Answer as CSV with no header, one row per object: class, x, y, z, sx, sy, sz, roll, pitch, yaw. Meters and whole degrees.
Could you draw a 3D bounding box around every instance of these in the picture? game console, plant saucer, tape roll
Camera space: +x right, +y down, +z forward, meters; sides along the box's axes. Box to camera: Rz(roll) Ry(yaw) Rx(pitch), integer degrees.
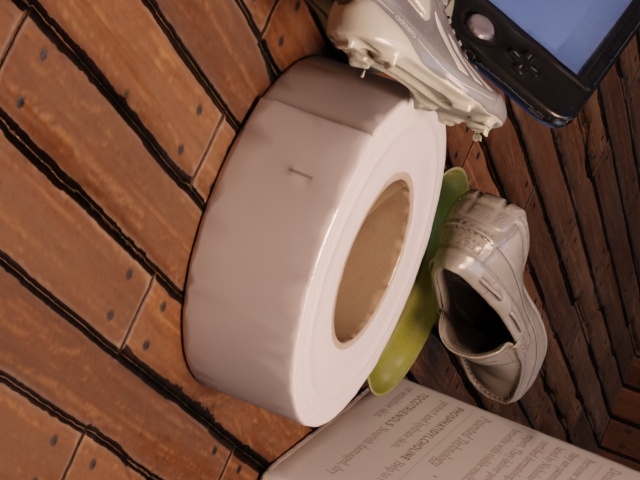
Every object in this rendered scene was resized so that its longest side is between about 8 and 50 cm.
game console,0.215,-0.290,1.768,0.173,0.250,0.293,-50,180,45
plant saucer,0.084,0.036,1.931,0.241,0.037,0.241,-56,157,-39
tape roll,0.000,0.000,1.549,0.286,0.100,0.286,-55,157,-37

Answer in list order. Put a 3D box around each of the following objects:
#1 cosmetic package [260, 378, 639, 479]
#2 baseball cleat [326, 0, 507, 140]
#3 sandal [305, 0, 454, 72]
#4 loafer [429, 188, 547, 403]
cosmetic package,0.144,0.383,1.900,0.327,0.393,0.329,-29,137,-63
baseball cleat,0.086,-0.152,1.436,0.206,0.072,0.109,28,76,-52
sandal,0.053,-0.198,1.503,0.303,0.086,0.120,23,83,-70
loafer,0.162,0.078,1.985,0.111,0.112,0.319,-55,150,-27
